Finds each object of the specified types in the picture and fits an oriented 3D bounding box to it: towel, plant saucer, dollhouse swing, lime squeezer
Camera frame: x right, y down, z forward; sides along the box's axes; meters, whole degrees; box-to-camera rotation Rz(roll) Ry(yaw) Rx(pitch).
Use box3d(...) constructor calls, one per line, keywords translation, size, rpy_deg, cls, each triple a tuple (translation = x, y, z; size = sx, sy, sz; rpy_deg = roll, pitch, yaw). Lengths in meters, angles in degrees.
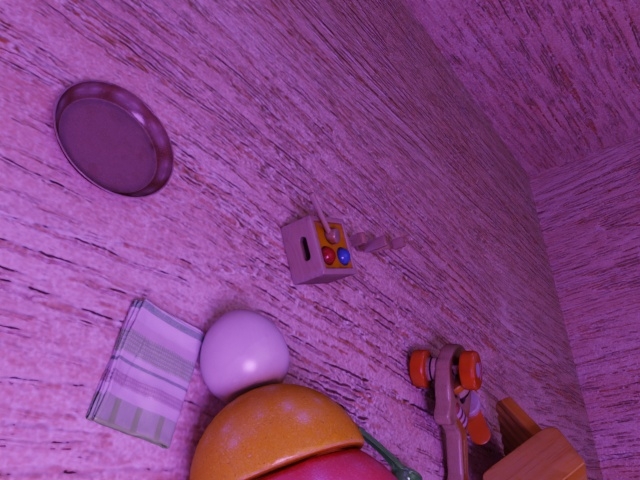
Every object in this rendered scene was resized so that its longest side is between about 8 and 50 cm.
box3d(translation=(-0.201, 0.158, 0.585), size=(0.113, 0.023, 0.151), rpy_deg=(40, 43, -34), cls="towel")
box3d(translation=(-0.274, -0.130, 0.644), size=(0.169, 0.029, 0.168), rpy_deg=(30, 49, -42), cls="plant saucer")
box3d(translation=(0.441, 0.602, 1.127), size=(0.316, 0.305, 0.346), rpy_deg=(-24, 111, -20), cls="dollhouse swing")
box3d(translation=(0.152, 0.469, 0.882), size=(0.110, 0.059, 0.310), rpy_deg=(-17, 82, -30), cls="lime squeezer")

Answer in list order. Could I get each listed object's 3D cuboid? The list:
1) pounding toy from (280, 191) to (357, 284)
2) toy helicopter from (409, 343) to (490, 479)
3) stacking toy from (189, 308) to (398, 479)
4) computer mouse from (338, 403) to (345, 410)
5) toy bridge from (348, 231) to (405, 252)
box3d(translation=(0.000, 0.000, 0.885), size=(0.130, 0.100, 0.141), rpy_deg=(4, 69, -54), cls="pounding toy")
box3d(translation=(0.308, 0.414, 1.091), size=(0.235, 0.140, 0.354), rpy_deg=(26, 62, -57), cls="toy helicopter")
box3d(translation=(-0.032, 0.293, 0.560), size=(0.351, 0.351, 0.479), rpy_deg=(22, 38, -47), cls="stacking toy")
box3d(translation=(0.000, 0.355, 0.748), size=(0.071, 0.041, 0.242), rpy_deg=(64, 26, -21), cls="computer mouse")
box3d(translation=(0.121, 0.008, 1.082), size=(0.188, 0.063, 0.026), rpy_deg=(5, 68, -52), cls="toy bridge")
